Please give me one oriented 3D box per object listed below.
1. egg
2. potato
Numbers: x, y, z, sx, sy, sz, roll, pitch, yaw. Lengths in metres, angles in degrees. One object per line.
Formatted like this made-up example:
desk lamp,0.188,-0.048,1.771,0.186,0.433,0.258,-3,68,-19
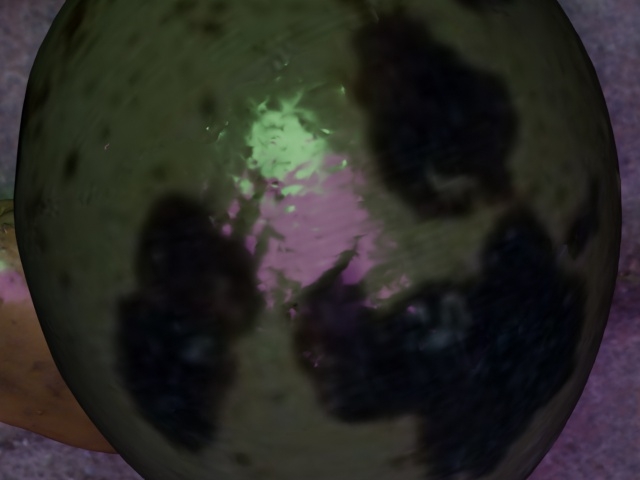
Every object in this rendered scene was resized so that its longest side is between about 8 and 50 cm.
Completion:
egg,0.000,0.000,0.766,0.345,0.345,0.428,-4,122,0
potato,-0.186,0.055,0.906,0.235,0.128,0.161,27,124,-16
